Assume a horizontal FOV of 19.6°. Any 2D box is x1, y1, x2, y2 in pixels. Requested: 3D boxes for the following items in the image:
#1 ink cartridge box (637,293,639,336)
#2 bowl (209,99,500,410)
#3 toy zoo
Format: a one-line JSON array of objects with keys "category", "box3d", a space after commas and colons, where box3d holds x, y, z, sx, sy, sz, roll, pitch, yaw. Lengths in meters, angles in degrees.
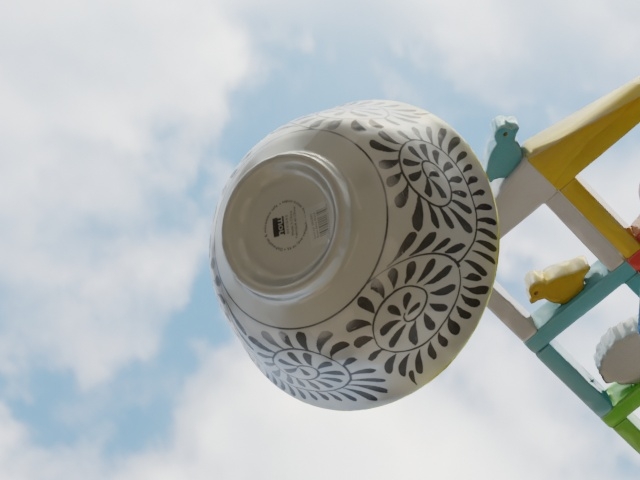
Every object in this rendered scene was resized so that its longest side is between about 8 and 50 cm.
[{"category": "ink cartridge box", "box3d": [0.286, 0.005, 1.140, 0.180, 0.060, 0.104, -23, -136, 40]}, {"category": "bowl", "box3d": [0.000, 0.000, 0.963, 0.170, 0.080, 0.170, -8, -105, 31]}, {"category": "toy zoo", "box3d": [0.219, 0.015, 1.305, 0.192, 0.030, 0.293, -40, -67, 15]}]
